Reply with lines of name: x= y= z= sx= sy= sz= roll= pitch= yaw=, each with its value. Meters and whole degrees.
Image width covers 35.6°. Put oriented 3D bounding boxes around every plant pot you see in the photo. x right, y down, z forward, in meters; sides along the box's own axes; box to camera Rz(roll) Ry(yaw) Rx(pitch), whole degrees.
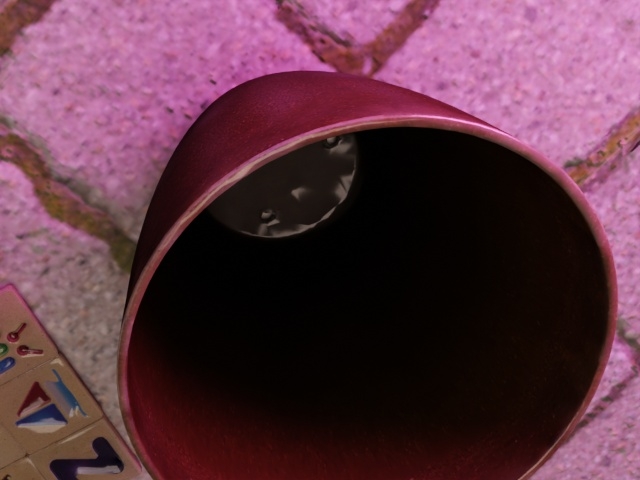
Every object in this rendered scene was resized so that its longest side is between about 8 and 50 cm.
plant pot: x=0.000 y=0.000 z=0.515 sx=0.216 sy=0.230 sz=0.215 roll=-6 pitch=117 yaw=-11

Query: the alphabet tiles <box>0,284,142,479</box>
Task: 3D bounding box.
alphabet tiles: x=-0.307 y=0.170 z=0.646 sx=0.343 sy=0.011 sz=0.285 roll=-27 pitch=120 yaw=0
